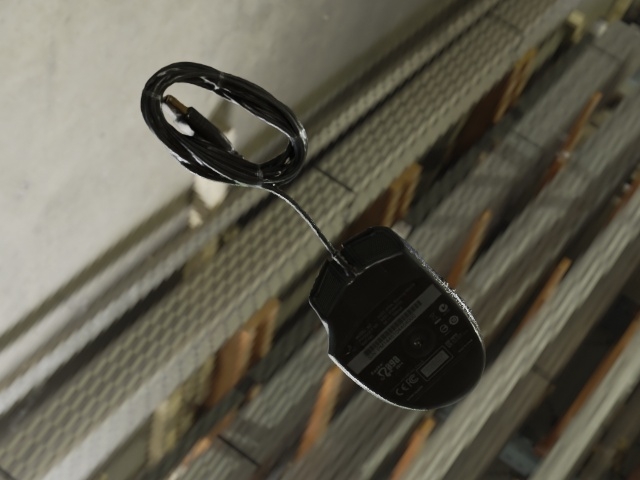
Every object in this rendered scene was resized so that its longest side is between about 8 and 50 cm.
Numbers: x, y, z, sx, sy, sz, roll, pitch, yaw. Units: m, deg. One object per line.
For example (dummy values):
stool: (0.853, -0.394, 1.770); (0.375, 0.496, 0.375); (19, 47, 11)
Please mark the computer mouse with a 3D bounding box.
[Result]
computer mouse: (0.000, 0.000, 0.632); (0.071, 0.242, 0.041); (-41, -157, 2)
